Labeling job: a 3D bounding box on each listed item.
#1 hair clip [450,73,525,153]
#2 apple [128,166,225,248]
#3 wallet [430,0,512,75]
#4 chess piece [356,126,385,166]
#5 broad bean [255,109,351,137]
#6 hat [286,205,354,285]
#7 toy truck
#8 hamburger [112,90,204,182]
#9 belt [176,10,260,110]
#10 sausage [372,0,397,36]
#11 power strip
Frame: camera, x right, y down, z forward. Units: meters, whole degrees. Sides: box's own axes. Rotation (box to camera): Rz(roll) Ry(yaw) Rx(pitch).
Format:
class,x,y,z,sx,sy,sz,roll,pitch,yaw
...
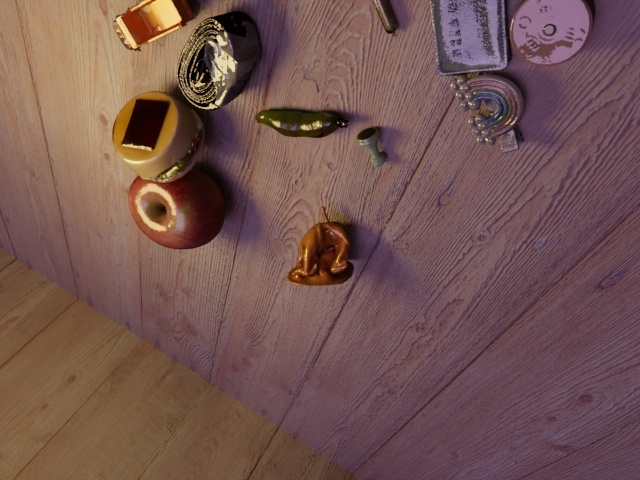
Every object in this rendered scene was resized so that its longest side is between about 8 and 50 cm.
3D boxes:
class,x,y,z,sx,sy,sz,roll,pitch,yaw
hair clip,0.408,-0.303,1.147,0.140,0.054,0.220,-12,123,42
apple,-0.506,-0.130,1.786,0.344,0.269,0.345,7,109,22
wallet,0.324,-0.473,1.070,0.167,0.036,0.222,5,129,30
chess piece,0.146,-0.256,1.371,0.067,0.067,0.103,-1,135,34
broad bean,-0.055,-0.338,1.428,0.338,0.061,0.077,9,124,27
hat,0.000,0.000,1.613,0.244,0.233,0.233,-5,110,-13
toy truck,-0.472,-0.625,1.392,0.270,0.135,0.114,-4,125,36
hamburger,-0.523,-0.333,1.593,0.301,0.302,0.170,18,172,20
belt,-0.291,-0.494,1.371,0.184,0.164,0.289,45,135,-2
sausage,0.116,-0.589,1.108,0.032,0.033,0.269,-8,123,38
power strip,0.462,-0.435,0.982,0.154,0.078,0.154,19,136,19
